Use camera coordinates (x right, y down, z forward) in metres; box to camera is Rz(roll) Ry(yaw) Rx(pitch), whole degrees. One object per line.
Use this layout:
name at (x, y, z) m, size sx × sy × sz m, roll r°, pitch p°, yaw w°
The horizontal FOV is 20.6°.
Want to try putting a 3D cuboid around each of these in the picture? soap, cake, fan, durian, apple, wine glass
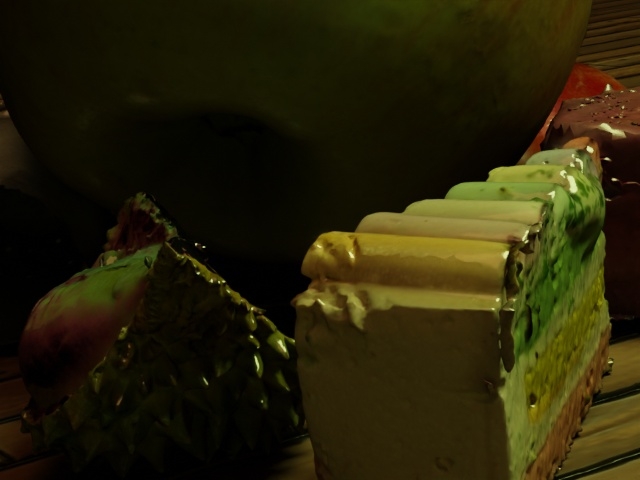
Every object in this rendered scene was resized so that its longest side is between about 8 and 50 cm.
soap at (0.218, -0.032, 0.942) m, size 0.289 × 0.112 × 0.182 m, roll -18°, pitch 12°, yaw -42°
cake at (0.063, 0.031, 0.707) m, size 0.090 × 0.109 × 0.225 m, roll -1°, pitch 13°, yaw 21°
fan at (-0.019, 0.009, 1.087) m, size 0.223 × 0.012 × 0.294 m, roll -17°, pitch 16°, yaw -35°
durian at (-0.068, 0.059, 0.736) m, size 0.108 × 0.119 × 0.187 m, roll -45°, pitch 14°, yaw -4°
apple at (-0.014, -0.142, 0.926) m, size 0.338 × 0.338 × 0.305 m, roll -2°, pitch 44°, yaw 16°
wine glass at (-0.175, -0.012, 1.002) m, size 0.111 × 0.111 × 0.204 m, roll -6°, pitch 16°, yaw -4°

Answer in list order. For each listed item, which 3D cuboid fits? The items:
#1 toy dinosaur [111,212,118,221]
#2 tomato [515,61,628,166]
toy dinosaur at (-0.036, -0.021, 1.085) m, size 0.280 × 0.055 × 0.101 m, roll -2°, pitch 27°, yaw 19°
tomato at (0.163, -0.079, 1.220) m, size 0.139 × 0.091 × 0.159 m, roll -10°, pitch 15°, yaw -16°
